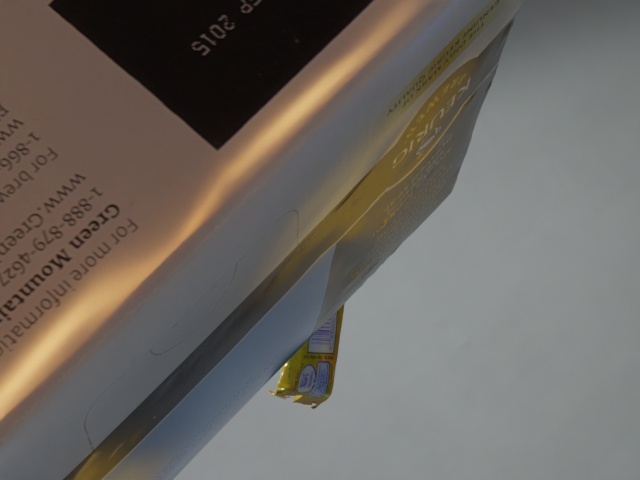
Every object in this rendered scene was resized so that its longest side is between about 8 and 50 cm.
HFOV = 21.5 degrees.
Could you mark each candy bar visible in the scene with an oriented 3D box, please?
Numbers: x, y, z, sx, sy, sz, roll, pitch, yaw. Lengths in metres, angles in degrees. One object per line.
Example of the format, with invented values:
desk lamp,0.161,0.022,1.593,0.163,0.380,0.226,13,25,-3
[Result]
candy bar,0.000,0.000,0.802,0.018,0.161,0.040,5,-2,41

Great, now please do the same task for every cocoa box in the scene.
cocoa box,-0.127,-0.020,0.603,0.347,0.231,0.228,-45,-13,-18
